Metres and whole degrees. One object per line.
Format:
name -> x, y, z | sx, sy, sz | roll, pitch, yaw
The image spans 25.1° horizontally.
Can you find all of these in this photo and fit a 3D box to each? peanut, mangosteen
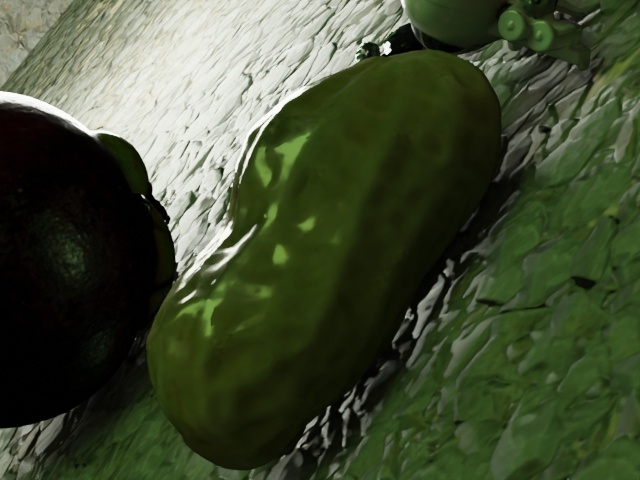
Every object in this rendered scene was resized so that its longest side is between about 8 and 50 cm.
peanut -> 0.000, 0.000, 0.915 | 0.313, 0.152, 0.152 | -56, 23, -16
mangosteen -> -0.267, 0.006, 1.229 | 0.300, 0.300, 0.300 | -39, 23, 20

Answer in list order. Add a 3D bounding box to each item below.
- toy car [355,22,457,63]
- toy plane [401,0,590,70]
toy car -> 0.049, -0.099, 1.107 | 0.095, 0.056, 0.205 | -19, 39, 51
toy plane -> 0.113, -0.166, 0.988 | 0.174, 0.174, 0.080 | -99, 29, -63
